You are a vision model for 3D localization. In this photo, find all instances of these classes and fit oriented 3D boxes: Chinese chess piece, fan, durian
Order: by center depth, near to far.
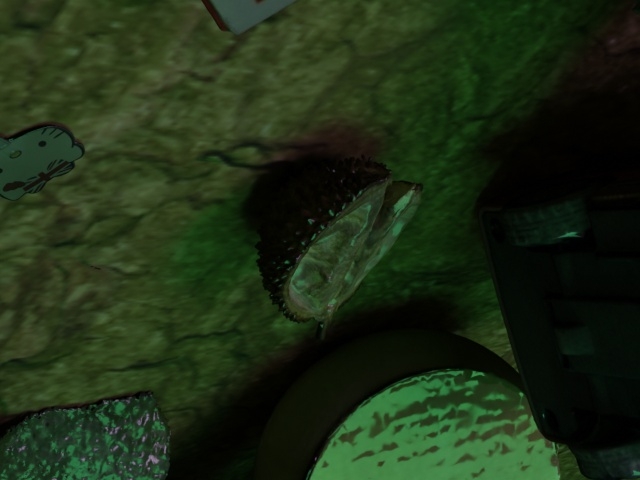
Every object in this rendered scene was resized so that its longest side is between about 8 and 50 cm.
[{"bbox_3d":[-0.156,-0.046,0.743,0.056,0.004,0.083,-31,153,5],"label":"fan"},{"bbox_3d":[0.001,-0.001,0.901,0.110,0.071,0.140,-15,138,-35],"label":"durian"},{"bbox_3d":[0.069,0.193,1.150,0.250,0.103,0.249,-6,108,-20],"label":"Chinese chess piece"}]

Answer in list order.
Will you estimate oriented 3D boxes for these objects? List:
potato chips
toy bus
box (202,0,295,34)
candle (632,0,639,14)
[{"bbox_3d":[-0.216,0.177,1.031,0.228,0.059,0.167,-29,144,2],"label":"potato chips"},{"bbox_3d":[0.297,0.035,0.904,0.233,0.203,0.427,-21,-171,-26],"label":"toy bus"},{"bbox_3d":[0.031,-0.187,0.617,0.229,0.050,0.123,-30,154,4],"label":"box"},{"bbox_3d":[0.267,-0.170,0.689,0.221,0.221,0.342,-26,156,-4],"label":"candle"}]
